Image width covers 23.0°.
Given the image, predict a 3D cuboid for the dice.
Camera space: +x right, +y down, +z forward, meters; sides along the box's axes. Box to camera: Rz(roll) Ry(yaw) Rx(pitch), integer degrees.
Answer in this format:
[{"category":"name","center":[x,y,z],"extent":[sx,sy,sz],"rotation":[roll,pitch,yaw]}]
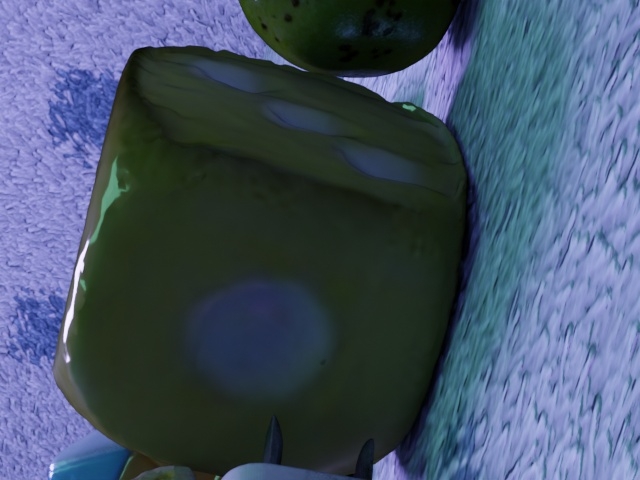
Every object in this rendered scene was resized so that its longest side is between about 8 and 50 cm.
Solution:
[{"category":"dice","center":[-0.043,0.011,1.065],"extent":[0.233,0.238,0.227],"rotation":[-92,17,-65]}]

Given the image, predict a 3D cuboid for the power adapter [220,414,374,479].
[{"category":"power adapter","center":[-0.006,0.193,0.915],"extent":[0.125,0.130,0.205],"rotation":[107,170,-46]}]

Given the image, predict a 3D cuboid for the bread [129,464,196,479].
[{"category":"bread","center":[-0.102,0.246,0.968],"extent":[0.139,0.060,0.178],"rotation":[-74,-19,-72]}]

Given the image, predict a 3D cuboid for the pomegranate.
[{"category":"pomegranate","center":[0.039,-0.215,1.124],"extent":[0.224,0.181,0.181],"rotation":[-28,46,49]}]

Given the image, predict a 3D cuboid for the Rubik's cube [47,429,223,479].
[{"category":"Rubik's cube","center":[-0.062,0.215,1.303],"extent":[0.254,0.254,0.254],"rotation":[-168,90,-83]}]
